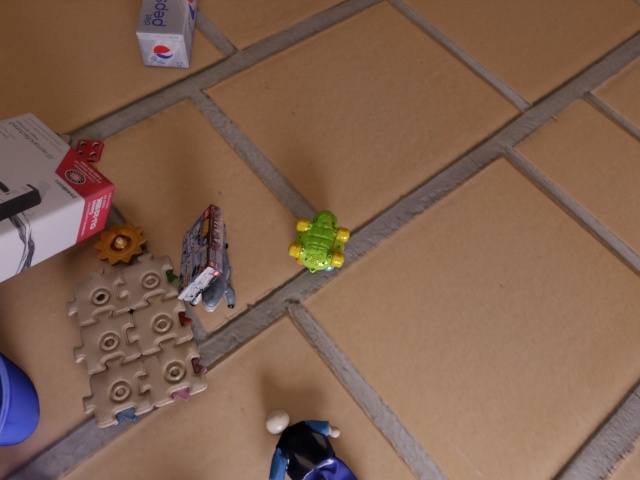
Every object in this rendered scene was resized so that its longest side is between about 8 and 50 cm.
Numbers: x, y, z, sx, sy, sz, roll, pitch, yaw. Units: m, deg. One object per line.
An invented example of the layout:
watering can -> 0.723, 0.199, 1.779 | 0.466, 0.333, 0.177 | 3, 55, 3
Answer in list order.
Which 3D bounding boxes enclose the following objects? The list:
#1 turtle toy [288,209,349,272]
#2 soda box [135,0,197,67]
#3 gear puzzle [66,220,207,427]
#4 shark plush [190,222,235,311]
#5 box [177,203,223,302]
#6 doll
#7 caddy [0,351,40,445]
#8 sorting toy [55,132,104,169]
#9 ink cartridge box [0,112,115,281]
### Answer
turtle toy -> 0.000, 0.000, 0.859 | 0.095, 0.066, 0.130 | 14, 61, 2
soda box -> -0.328, -0.516, 1.091 | 0.098, 0.091, 0.286 | 1, 62, -5
gear puzzle -> -0.302, 0.114, 0.790 | 0.175, 0.044, 0.339 | -18, 62, -13
shark plush -> -0.164, 0.045, 0.820 | 0.073, 0.067, 0.161 | 14, 61, 2
box -> -0.192, 0.019, 0.802 | 0.027, 0.094, 0.137 | 25, 39, -32
doll -> -0.016, 0.319, 0.700 | 0.129, 0.046, 0.189 | -34, 70, -21
caddy -> -0.548, 0.205, 0.637 | 0.341, 0.179, 0.241 | 32, 63, 12
sorting toy -> -0.538, -0.154, 0.904 | 0.274, 0.046, 0.132 | 6, 62, -3
ink cartridge box -> -0.483, -0.056, 0.724 | 0.197, 0.114, 0.273 | 40, 40, 5
